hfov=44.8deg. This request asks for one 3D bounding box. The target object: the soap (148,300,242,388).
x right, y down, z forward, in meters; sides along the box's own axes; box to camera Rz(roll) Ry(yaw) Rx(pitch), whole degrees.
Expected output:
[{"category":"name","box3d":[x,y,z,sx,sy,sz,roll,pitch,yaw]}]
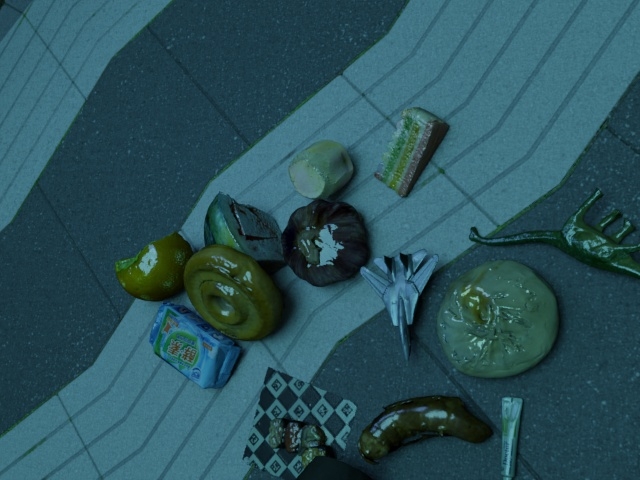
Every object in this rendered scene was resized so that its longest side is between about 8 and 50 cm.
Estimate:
[{"category":"soap","box3d":[-0.361,0.293,2.171,0.293,0.077,0.156,27,105,33]}]

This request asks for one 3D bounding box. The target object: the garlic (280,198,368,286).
[{"category":"garlic","box3d":[0.000,0.000,2.003,0.245,0.160,0.244,-8,73,28]}]

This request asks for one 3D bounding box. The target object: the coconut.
[{"category":"coconut","box3d":[0.006,-0.190,2.059,0.147,0.153,0.147,17,123,29]}]

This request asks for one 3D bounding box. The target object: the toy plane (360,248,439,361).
[{"category":"toy plane","box3d":[0.207,0.161,1.897,0.212,0.088,0.267,-12,81,28]}]

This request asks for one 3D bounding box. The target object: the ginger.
[{"category":"ginger","box3d":[0.231,0.428,1.803,0.309,0.107,0.133,-20,55,20]}]

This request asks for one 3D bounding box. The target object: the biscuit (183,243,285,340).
[{"category":"biscuit","box3d":[-0.238,0.147,2.045,0.296,0.296,0.102,11,39,31]}]

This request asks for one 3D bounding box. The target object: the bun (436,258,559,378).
[{"category":"bun","box3d":[0.391,0.173,1.749,0.287,0.146,0.287,-7,74,26]}]

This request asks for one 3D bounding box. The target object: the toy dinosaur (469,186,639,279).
[{"category":"toy dinosaur","box3d":[0.554,0.040,1.724,0.301,0.087,0.447,-42,55,14]}]

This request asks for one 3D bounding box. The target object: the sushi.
[{"category":"sushi","box3d":[-0.071,0.491,1.989,0.290,0.050,0.263,14,85,32]}]

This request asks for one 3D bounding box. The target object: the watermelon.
[{"category":"watermelon","box3d":[-0.213,0.012,2.152,0.212,0.201,0.261,64,152,25]}]

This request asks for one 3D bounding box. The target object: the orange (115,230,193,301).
[{"category":"orange","box3d":[-0.477,0.090,2.239,0.237,0.179,0.158,-26,64,20]}]

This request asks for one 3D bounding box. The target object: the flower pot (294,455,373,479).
[{"category":"flower pot","box3d":[0.027,0.609,1.812,0.269,0.269,0.166,8,63,31]}]

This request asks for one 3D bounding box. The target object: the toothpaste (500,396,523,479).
[{"category":"toothpaste","box3d":[0.423,0.449,1.732,0.048,0.029,0.197,0,75,29]}]

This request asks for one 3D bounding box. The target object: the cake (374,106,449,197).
[{"category":"cake","box3d":[0.222,-0.233,1.978,0.109,0.090,0.225,35,97,27]}]
